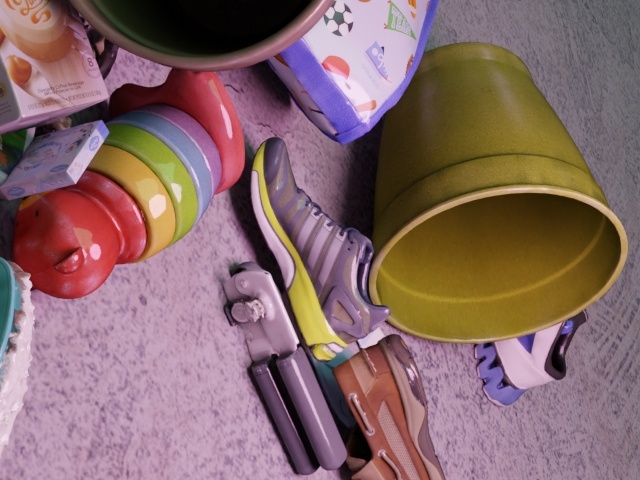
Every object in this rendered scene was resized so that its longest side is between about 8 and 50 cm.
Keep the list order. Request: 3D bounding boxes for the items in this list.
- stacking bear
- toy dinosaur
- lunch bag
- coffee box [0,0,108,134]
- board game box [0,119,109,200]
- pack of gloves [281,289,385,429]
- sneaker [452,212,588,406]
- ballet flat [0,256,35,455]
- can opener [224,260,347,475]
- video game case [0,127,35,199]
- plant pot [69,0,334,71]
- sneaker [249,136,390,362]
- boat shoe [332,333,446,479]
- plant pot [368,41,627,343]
[{"bbox_3d":[-0.221,-0.047,1.439,0.289,0.175,0.164,-48,115,-43],"label":"stacking bear"},{"bbox_3d":[-0.259,-0.211,1.510,0.064,0.118,0.268,22,40,3],"label":"toy dinosaur"},{"bbox_3d":[-0.012,-0.354,1.805,0.328,0.239,0.385,52,30,-28],"label":"lunch bag"},{"bbox_3d":[-0.332,-0.236,1.343,0.141,0.098,0.246,-26,98,-58],"label":"coffee box"},{"bbox_3d":[-0.274,-0.083,1.367,0.020,0.090,0.090,61,34,-30],"label":"board game box"},{"bbox_3d":[0.050,0.134,1.833,0.195,0.046,0.232,-40,109,-54],"label":"pack of gloves"},{"bbox_3d":[0.327,0.096,2.126,0.127,0.182,0.315,-14,87,-58],"label":"sneaker"},{"bbox_3d":[-0.351,0.208,1.177,0.147,0.147,0.408,44,46,-36],"label":"ballet flat"},{"bbox_3d":[-0.039,0.157,1.667,0.093,0.074,0.280,-29,99,-57],"label":"can opener"},{"bbox_3d":[-0.412,-0.240,1.353,0.329,0.036,0.299,35,48,-43],"label":"video game case"},{"bbox_3d":[-0.109,-0.332,1.445,0.280,0.323,0.323,-1,74,-85],"label":"plant pot"},{"bbox_3d":[0.000,0.000,1.722,0.111,0.121,0.299,5,63,-78],"label":"sneaker"},{"bbox_3d":[0.088,0.274,1.764,0.122,0.120,0.324,-122,-164,-64],"label":"boat shoe"},{"bbox_3d":[0.230,-0.092,1.968,0.366,0.366,0.353,35,35,-42],"label":"plant pot"}]
